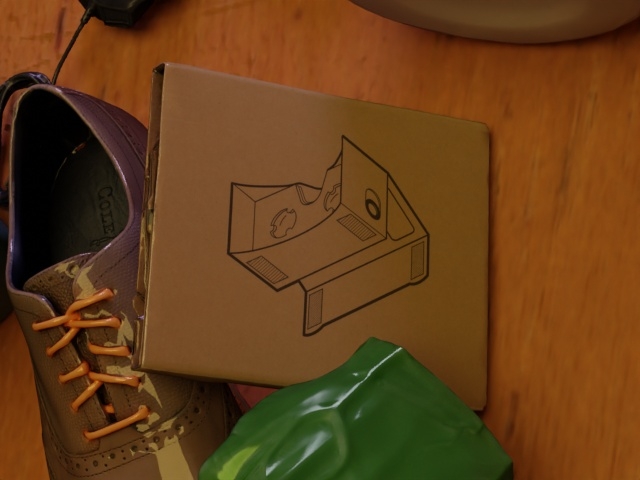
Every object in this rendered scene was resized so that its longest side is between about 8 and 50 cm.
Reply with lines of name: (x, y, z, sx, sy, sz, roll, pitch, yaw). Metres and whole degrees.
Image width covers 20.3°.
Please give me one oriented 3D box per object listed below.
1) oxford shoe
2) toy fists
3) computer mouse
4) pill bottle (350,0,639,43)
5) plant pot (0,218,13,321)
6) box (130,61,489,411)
oxford shoe: (-0.114, 0.079, 0.960, 0.130, 0.133, 0.363, -25, 57, 13)
toy fists: (0.058, 0.187, 0.872, 0.279, 0.096, 0.142, 47, 59, 4)
computer mouse: (-0.141, -0.128, 1.114, 0.071, 0.041, 0.242, 35, 98, 23)
pill bottle: (0.108, -0.291, 0.969, 0.188, 0.188, 0.333, 3, 78, 22)
plant pot: (-0.278, -0.003, 1.023, 0.165, 0.234, 0.165, -45, 66, 5)
box: (0.000, 0.000, 0.953, 0.021, 0.201, 0.164, -23, 61, 61)
